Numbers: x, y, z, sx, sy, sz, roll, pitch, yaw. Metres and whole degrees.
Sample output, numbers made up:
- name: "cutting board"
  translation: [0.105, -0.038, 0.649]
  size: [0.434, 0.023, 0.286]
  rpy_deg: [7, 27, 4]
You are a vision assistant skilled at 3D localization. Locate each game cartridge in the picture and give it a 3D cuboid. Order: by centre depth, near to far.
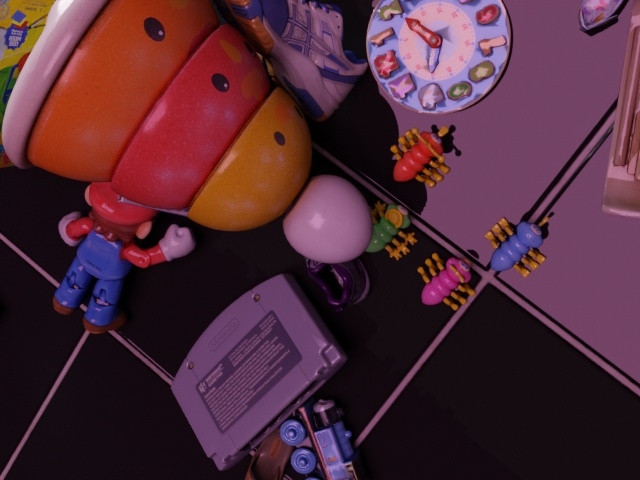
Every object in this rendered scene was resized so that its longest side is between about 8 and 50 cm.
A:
- name: "game cartridge"
  translation: [-0.109, 0.201, 1.314]
  size: [0.297, 0.062, 0.198]
  rpy_deg: [-45, 58, 20]

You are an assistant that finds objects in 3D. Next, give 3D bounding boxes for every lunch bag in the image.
- name: "lunch bag"
  translation: [0.368, -0.311, 1.067]
  size: [0.053, 0.071, 0.083]
  rpy_deg: [34, 107, 7]

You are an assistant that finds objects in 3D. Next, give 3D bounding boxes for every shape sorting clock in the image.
- name: "shape sorting clock"
  translation: [0.165, -0.283, 1.164]
  size: [0.206, 0.040, 0.206]
  rpy_deg: [4, 101, 20]

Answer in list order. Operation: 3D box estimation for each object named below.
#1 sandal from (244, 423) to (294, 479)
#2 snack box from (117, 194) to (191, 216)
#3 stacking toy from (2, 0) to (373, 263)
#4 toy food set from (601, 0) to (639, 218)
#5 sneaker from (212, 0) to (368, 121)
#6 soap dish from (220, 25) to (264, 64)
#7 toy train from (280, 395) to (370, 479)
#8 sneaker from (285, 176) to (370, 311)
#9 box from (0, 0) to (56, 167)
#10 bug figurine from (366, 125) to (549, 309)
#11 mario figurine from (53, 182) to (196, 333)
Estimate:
- name: "sandal"
  translation: [-0.092, 0.393, 1.376]
  size: [0.072, 0.049, 0.180]
  rpy_deg: [23, 107, 15]
- name: "snack box"
  translation: [-0.227, -0.073, 1.276]
  size: [0.022, 0.178, 0.064]
  rpy_deg: [4, 83, 51]
- name: "stacking toy"
  translation: [-0.129, -0.134, 1.085]
  size: [0.480, 0.351, 0.351]
  rpy_deg: [33, 110, -9]
- name: "toy food set"
  translation: [0.490, -0.169, 1.035]
  size: [0.219, 0.092, 0.306]
  rpy_deg: [9, 102, 18]
- name: "sneaker"
  translation: [-0.041, -0.303, 1.135]
  size: [0.131, 0.296, 0.112]
  rpy_deg: [-45, 47, -3]
- name: "soap dish"
  translation: [-0.240, -0.252, 1.279]
  size: [0.290, 0.118, 0.229]
  rpy_deg: [29, 108, 14]
- name: "toy train"
  translation: [0.008, 0.337, 1.317]
  size: [0.105, 0.080, 0.184]
  rpy_deg: [-20, 89, 14]
- name: "sneaker"
  translation: [0.000, 0.000, 1.245]
  size: [0.083, 0.098, 0.224]
  rpy_deg: [-32, 88, 22]
- name: "box"
  translation: [-0.503, -0.276, 1.280]
  size: [0.177, 0.290, 0.279]
  rpy_deg: [29, 109, 13]
- name: "bug figurine"
  translation: [0.179, -0.021, 1.189]
  size: [0.279, 0.072, 0.216]
  rpy_deg: [43, 111, 8]
- name: "mario figurine"
  translation: [-0.328, -0.004, 1.377]
  size: [0.198, 0.170, 0.321]
  rpy_deg: [15, 121, -26]
